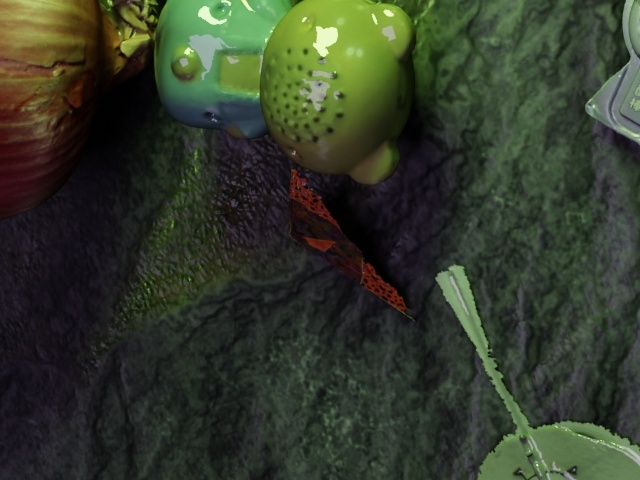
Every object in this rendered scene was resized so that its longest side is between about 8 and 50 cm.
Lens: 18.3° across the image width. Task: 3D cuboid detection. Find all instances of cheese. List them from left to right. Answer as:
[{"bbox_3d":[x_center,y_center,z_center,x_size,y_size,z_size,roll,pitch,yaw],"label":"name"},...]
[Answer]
[{"bbox_3d":[0.311,-0.175,1.795,0.105,0.042,0.191,34,118,20],"label":"cheese"}]

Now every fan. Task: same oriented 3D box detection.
[{"bbox_3d":[0.213,0.215,1.973,0.233,0.012,0.414,-30,88,32],"label":"fan"}]

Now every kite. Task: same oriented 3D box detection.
[{"bbox_3d":[0.001,-0.001,2.013,0.125,0.008,0.222,6,140,54],"label":"kite"}]

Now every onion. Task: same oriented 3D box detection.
[{"bbox_3d":[-0.365,-0.197,2.032,0.354,0.354,0.353,8,107,28],"label":"onion"}]

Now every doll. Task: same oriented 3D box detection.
[{"bbox_3d":[-0.027,-0.165,1.926,0.261,0.161,0.177,19,110,28],"label":"doll"}]
